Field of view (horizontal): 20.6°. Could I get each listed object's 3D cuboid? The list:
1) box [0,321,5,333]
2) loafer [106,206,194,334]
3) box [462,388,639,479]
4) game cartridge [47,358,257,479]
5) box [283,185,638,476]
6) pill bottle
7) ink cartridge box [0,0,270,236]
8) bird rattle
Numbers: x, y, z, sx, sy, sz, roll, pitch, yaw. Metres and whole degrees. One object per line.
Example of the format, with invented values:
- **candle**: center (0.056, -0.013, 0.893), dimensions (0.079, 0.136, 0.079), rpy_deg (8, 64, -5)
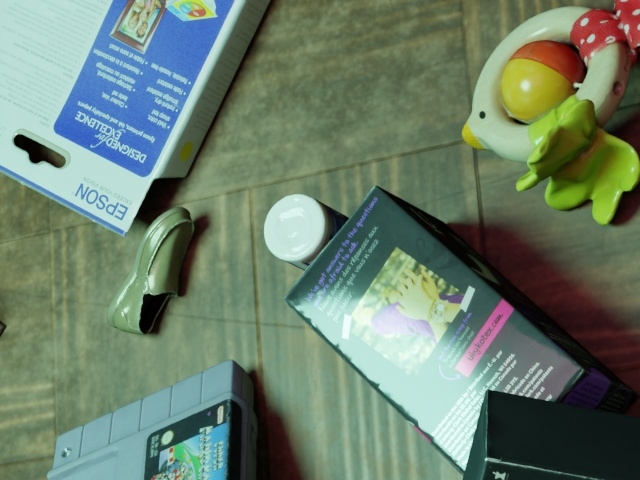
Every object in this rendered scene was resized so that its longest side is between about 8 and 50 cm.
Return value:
- **box**: center (-0.414, 0.067, 1.892), dimensions (0.094, 0.137, 0.027), rpy_deg (32, 93, 30)
- **loafer**: center (-0.167, 0.035, 1.827), dimensions (0.050, 0.056, 0.148), rpy_deg (34, 104, 28)
- **box**: center (0.197, 0.267, 1.446), dimensions (0.184, 0.103, 0.261), rpy_deg (10, 121, -3)
- **game cartridge**: center (-0.167, 0.280, 1.663), dimensions (0.230, 0.068, 0.355), rpy_deg (-29, 34, 21)
- **box**: center (0.126, 0.097, 1.597), dimensions (0.270, 0.165, 0.143), rpy_deg (44, 99, 29)
- **pill bottle**: center (0.000, 0.000, 1.711), dimensions (0.067, 0.120, 0.067), rpy_deg (-7, 74, 25)
- **ink cartridge box**: center (-0.239, -0.192, 1.915), dimensions (0.303, 0.072, 0.307), rpy_deg (27, 92, 28)
- **bird rattle**: center (0.230, -0.155, 1.639), dimensions (0.207, 0.143, 0.254), rpy_deg (12, 79, 45)
